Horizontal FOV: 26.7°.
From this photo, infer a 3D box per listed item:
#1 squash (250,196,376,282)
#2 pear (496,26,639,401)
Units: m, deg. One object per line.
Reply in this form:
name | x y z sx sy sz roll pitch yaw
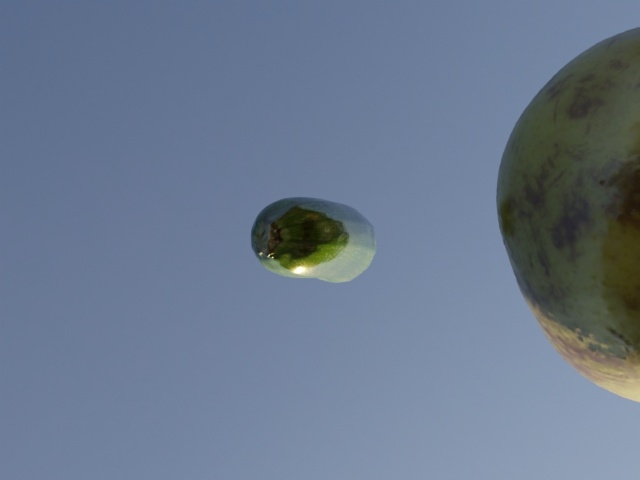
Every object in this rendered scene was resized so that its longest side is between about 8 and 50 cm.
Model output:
squash | 0.000 0.000 1.170 0.077 0.068 0.219 -40 -14 9
pear | 0.263 -0.021 0.945 0.284 0.284 0.283 -15 -65 -36
